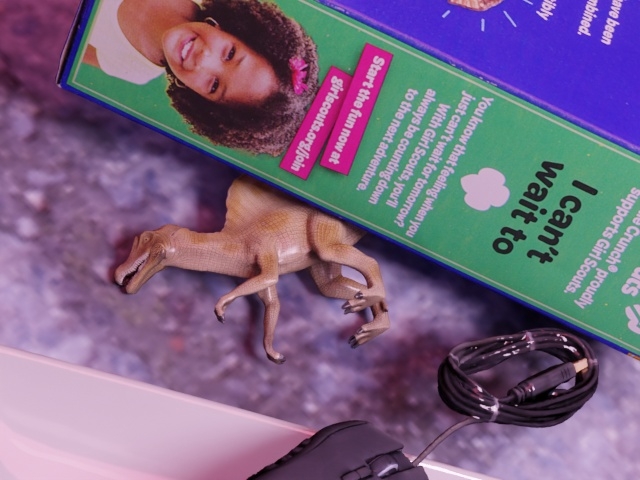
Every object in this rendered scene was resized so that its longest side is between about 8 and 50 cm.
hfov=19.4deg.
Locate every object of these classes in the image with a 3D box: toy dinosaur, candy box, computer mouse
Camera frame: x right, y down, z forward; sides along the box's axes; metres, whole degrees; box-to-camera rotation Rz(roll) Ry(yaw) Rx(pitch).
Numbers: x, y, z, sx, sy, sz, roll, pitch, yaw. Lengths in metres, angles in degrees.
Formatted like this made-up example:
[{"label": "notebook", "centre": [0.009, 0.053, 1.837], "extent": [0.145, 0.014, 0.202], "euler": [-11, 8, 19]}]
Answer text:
[{"label": "toy dinosaur", "centre": [0.000, 0.000, 0.867], "extent": [0.183, 0.053, 0.093], "euler": [-17, 64, -26]}, {"label": "candy box", "centre": [0.073, -0.123, 0.909], "extent": [0.317, 0.122, 0.268], "euler": [24, 44, -1]}, {"label": "computer mouse", "centre": [0.045, 0.086, 0.780], "extent": [0.071, 0.041, 0.242], "euler": [41, 43, 18]}]

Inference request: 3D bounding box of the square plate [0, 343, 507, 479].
[{"label": "square plate", "centre": [-0.022, 0.219, 0.702], "extent": [0.347, 0.049, 0.344], "euler": [16, 48, -8]}]
